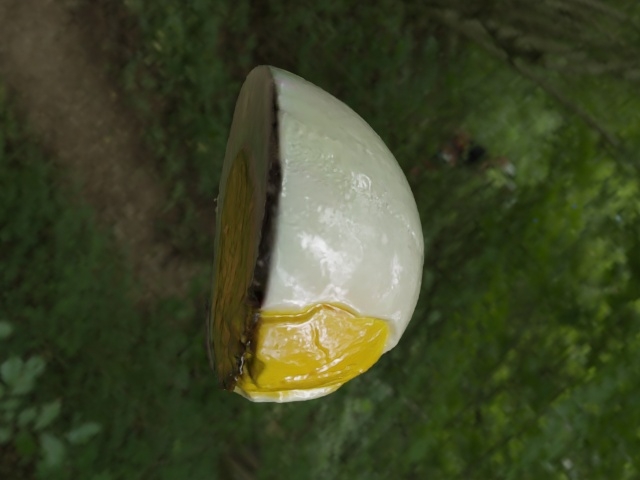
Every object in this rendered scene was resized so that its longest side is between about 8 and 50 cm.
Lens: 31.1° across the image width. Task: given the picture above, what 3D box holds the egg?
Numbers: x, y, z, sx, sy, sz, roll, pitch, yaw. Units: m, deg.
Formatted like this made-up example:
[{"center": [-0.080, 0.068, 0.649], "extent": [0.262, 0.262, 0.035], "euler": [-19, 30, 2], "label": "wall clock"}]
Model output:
[{"center": [0.000, 0.000, 1.139], "extent": [0.337, 0.201, 0.337], "euler": [-174, -90, -74], "label": "egg"}]
